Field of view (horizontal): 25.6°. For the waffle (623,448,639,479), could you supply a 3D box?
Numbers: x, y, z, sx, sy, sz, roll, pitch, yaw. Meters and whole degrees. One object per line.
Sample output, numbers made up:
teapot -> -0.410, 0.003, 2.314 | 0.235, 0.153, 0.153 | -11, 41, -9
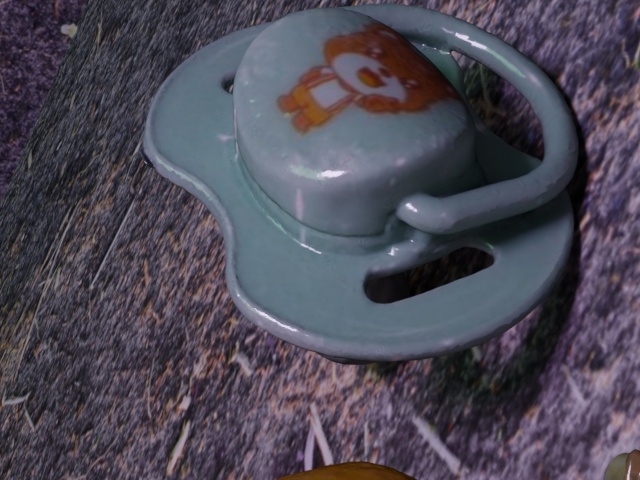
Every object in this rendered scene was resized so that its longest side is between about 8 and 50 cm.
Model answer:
waffle -> 0.217, 0.083, 0.490 | 0.348, 0.077, 0.304 | -55, 9, 4

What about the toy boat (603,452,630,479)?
toy boat -> 0.154, 0.201, 0.696 | 0.089, 0.071, 0.185 | -4, 67, 63

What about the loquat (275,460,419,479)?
loquat -> 0.015, 0.235, 0.822 | 0.208, 0.208, 0.208 | -46, 32, 41

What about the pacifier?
pacifier -> 0.036, -0.020, 1.006 | 0.269, 0.288, 0.343 | 89, 157, -49
